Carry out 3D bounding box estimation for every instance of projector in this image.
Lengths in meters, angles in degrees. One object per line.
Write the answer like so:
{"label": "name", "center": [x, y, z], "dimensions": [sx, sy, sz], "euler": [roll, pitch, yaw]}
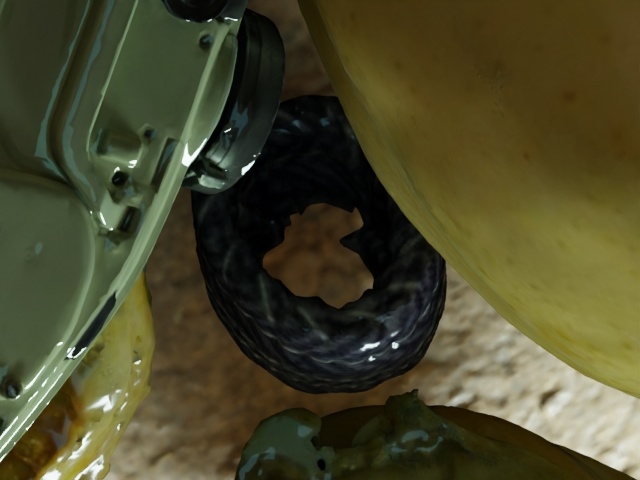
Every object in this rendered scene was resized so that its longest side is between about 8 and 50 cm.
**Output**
{"label": "projector", "center": [-0.105, -0.066, 0.472], "dimensions": [0.193, 0.088, 0.270], "euler": [18, 95, -29]}

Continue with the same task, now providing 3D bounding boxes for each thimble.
{"label": "thimble", "center": [-0.001, 0.002, 0.624], "dimensions": [0.095, 0.104, 0.066], "euler": [-2, 154, 6]}

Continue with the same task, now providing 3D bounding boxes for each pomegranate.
{"label": "pomegranate", "center": [0.154, -0.095, 0.501], "dimensions": [0.332, 0.332, 0.333], "euler": [-6, 115, -14]}

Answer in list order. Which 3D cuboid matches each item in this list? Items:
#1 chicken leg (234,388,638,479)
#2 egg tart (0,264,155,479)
{"label": "chicken leg", "center": [0.165, 0.176, 0.666], "dimensions": [0.429, 0.153, 0.201], "euler": [14, 110, 8]}
{"label": "egg tart", "center": [-0.178, 0.028, 0.588], "dimensions": [0.241, 0.106, 0.241], "euler": [-8, 118, -15]}
